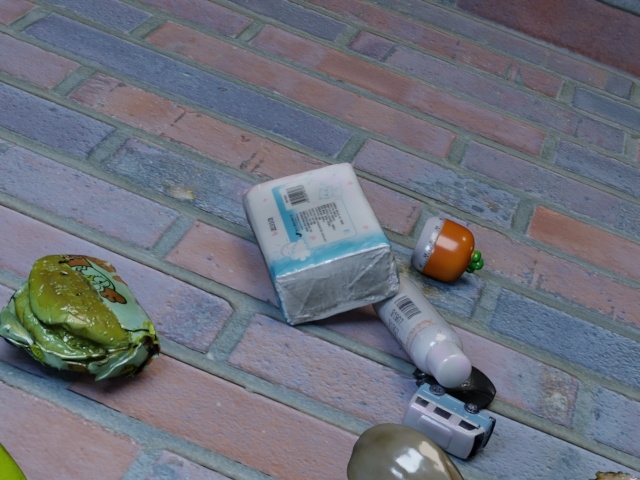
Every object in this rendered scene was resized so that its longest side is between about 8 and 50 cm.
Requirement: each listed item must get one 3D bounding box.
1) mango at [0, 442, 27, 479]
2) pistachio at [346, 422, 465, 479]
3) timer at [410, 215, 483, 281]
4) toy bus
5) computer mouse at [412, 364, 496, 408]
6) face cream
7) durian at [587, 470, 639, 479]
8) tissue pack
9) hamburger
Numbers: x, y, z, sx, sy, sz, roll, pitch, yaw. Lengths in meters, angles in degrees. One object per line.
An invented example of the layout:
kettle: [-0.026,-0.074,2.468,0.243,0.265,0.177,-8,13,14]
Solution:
mango: [-0.417,0.279,1.460,0.293,0.143,0.175,40,36,16]
pistachio: [0.128,0.338,1.674,0.138,0.153,0.237,-21,74,-36]
timer: [0.226,0.018,2.301,0.136,0.099,0.136,7,40,-6]
toy bus: [0.182,0.264,1.904,0.123,0.060,0.075,27,33,16]
computer mouse: [0.208,0.214,2.016,0.135,0.047,0.079,10,30,-11]
face cream: [0.157,0.141,2.025,0.082,0.082,0.269,7,19,-21]
durian: [0.460,0.434,1.741,0.341,0.112,0.191,27,39,31]
tissue pack: [-0.002,0.001,2.128,0.202,0.124,0.271,-14,37,-6]
hamburger: [-0.341,0.105,1.796,0.235,0.125,0.214,15,16,-36]
